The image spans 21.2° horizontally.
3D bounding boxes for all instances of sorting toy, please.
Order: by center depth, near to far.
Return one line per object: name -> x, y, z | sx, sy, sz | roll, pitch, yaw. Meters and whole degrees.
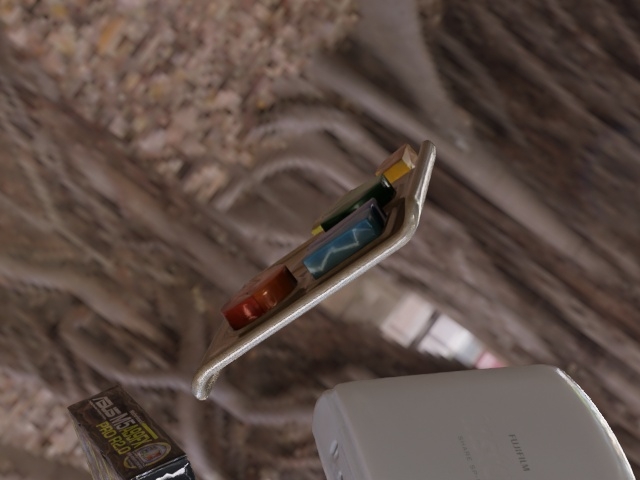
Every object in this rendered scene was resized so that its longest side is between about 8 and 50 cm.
sorting toy -> 0.000, 0.000, 1.384 | 0.229, 0.041, 0.307 | -39, -172, 16

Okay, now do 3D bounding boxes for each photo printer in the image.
photo printer -> 0.171, 0.247, 1.723 | 0.308, 0.256, 0.107 | -3, 139, -21

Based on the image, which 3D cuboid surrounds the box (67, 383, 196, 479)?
box -> -0.138, 0.287, 1.556 | 0.060, 0.270, 0.216 | -22, -161, -16
